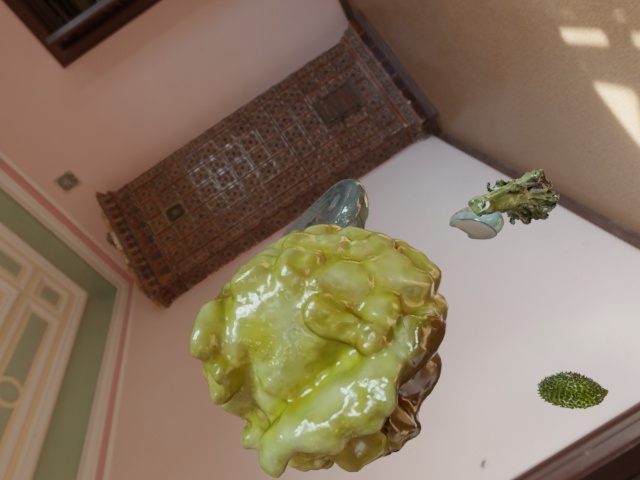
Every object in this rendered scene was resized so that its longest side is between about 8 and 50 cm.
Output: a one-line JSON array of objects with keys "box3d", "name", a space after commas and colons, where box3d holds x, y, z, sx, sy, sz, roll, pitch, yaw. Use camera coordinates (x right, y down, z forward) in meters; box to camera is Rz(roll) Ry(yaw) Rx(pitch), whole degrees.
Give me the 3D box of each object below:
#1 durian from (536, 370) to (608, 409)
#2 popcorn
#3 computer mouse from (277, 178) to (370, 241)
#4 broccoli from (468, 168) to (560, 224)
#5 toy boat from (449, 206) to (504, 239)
[{"box3d": [0.839, 0.500, 1.479, 0.221, 0.137, 0.095, -15, 96, 58], "name": "durian"}, {"box3d": [0.007, 0.117, 0.463, 0.237, 0.292, 0.293, 24, 173, 15], "name": "popcorn"}, {"box3d": [0.000, 0.000, 1.026, 0.122, 0.371, 0.188, 35, -133, -22], "name": "computer mouse"}, {"box3d": [0.503, -0.104, 1.163, 0.165, 0.304, 0.145, -15, 85, 52], "name": "broccoli"}, {"box3d": [0.506, -0.065, 1.386, 0.134, 0.078, 0.208, 33, 169, -5], "name": "toy boat"}]
